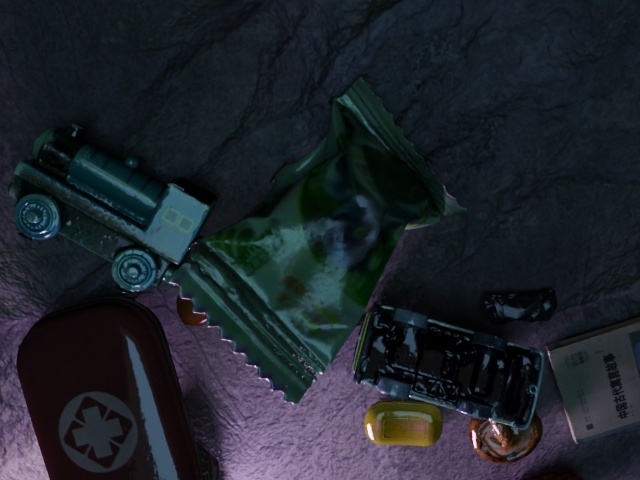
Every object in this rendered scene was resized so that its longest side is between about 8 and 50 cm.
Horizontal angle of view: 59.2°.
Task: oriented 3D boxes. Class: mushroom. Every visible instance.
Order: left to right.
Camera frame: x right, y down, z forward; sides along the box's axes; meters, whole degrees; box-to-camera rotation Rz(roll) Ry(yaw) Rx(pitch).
[{"bbox_3d":[0.324,0.335,0.985,0.127,0.087,0.127,2,106,6],"label":"mushroom"}]

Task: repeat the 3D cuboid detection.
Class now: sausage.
[{"bbox_3d":[-0.150,0.071,0.927,0.197,0.076,0.076,-34,103,10],"label":"sausage"}]

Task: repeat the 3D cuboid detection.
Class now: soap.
[{"bbox_3d":[0.149,0.328,1.011,0.140,0.045,0.089,2,105,3],"label":"soap"}]

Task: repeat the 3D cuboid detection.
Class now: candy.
[{"bbox_3d":[0.002,0.000,0.801,0.263,0.172,0.398,43,68,-7],"label":"candy"}]

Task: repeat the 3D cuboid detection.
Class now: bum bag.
[{"bbox_3d":[0.334,0.111,0.940,0.124,0.034,0.058,-2,99,2],"label":"bum bag"}]

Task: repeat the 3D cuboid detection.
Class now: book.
[{"bbox_3d":[0.553,0.227,0.976,0.282,0.025,0.215,-22,107,7],"label":"book"}]

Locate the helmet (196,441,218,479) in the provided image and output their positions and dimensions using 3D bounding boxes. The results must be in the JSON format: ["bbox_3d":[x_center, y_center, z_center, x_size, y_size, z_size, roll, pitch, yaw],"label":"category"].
[{"bbox_3d":[-0.270,0.464,1.041,0.153,0.107,0.177,-10,108,8],"label":"helmet"}]

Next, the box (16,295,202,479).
[{"bbox_3d":[-0.348,0.297,0.941,0.263,0.108,0.404,-17,90,7],"label":"box"}]

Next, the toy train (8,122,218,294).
[{"bbox_3d":[-0.322,-0.053,0.876,0.298,0.120,0.194,30,99,-7],"label":"toy train"}]

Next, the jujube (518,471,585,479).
[{"bbox_3d":[0.404,0.483,1.016,0.176,0.112,0.109,-16,74,9],"label":"jujube"}]

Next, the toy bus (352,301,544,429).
[{"bbox_3d":[0.191,0.195,0.903,0.275,0.165,0.134,17,82,-4],"label":"toy bus"}]
